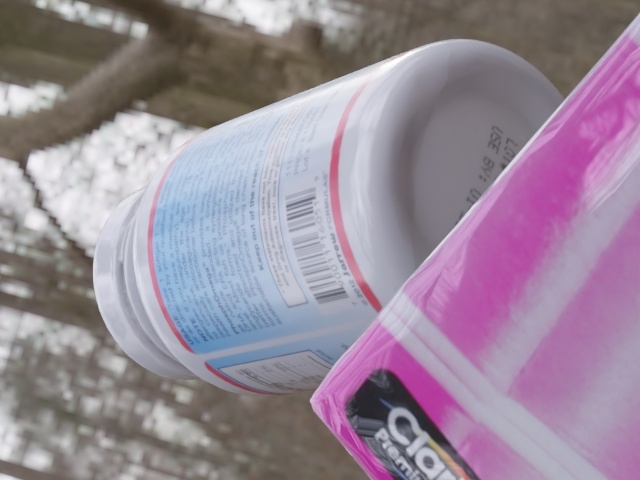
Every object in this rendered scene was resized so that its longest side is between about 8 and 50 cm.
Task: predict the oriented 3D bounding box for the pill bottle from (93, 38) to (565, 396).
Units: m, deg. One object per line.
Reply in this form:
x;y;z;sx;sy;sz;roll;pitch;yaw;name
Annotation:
0.000;0.000;0.576;0.160;0.087;0.087;-15;48;52;pill bottle

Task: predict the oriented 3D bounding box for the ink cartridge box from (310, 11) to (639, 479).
0.149;-0.014;0.282;0.069;0.176;0.371;-27;-17;-45;ink cartridge box
